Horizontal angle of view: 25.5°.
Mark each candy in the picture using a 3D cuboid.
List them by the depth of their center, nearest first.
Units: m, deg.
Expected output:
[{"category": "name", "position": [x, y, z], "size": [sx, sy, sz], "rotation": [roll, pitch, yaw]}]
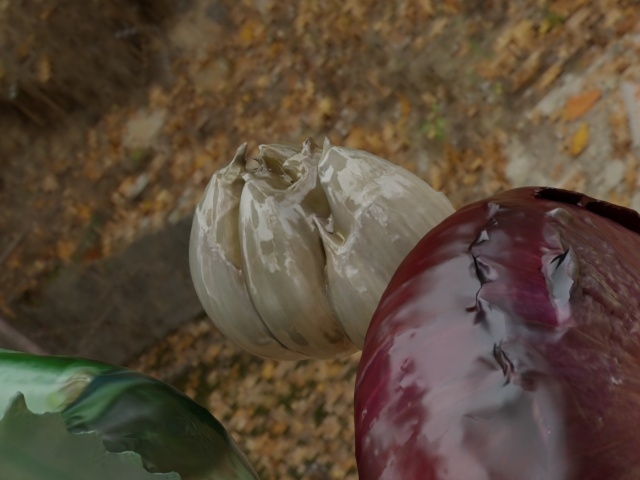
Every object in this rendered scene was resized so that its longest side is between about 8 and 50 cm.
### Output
[{"category": "candy", "position": [-0.150, 0.150, 0.975], "size": [0.172, 0.263, 0.398], "rotation": [-53, 23, 2]}]

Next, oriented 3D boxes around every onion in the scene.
[{"category": "onion", "position": [0.111, 0.092, 0.501], "size": [0.161, 0.248, 0.248], "rotation": [-38, 26, 20]}]

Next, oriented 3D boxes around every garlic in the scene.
[{"category": "garlic", "position": [-0.014, 0.009, 1.172], "size": [0.184, 0.203, 0.281], "rotation": [-41, 25, -12]}]
